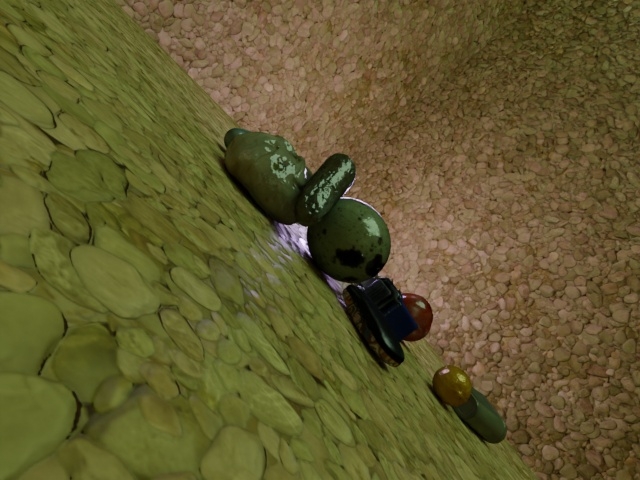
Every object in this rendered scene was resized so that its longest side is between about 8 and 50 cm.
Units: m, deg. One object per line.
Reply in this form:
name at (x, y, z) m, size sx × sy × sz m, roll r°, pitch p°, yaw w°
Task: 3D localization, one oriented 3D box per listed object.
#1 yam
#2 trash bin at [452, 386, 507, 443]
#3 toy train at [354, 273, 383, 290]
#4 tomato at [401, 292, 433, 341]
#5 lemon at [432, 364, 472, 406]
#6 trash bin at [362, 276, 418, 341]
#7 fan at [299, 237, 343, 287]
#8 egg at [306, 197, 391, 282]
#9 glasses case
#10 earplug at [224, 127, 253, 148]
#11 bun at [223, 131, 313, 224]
yam at (0.012, -0.160, 1.330) m, size 0.133 × 0.133 × 0.330 m, roll 47°, pitch 44°, yaw -15°
trash bin at (0.642, 0.703, 1.704) m, size 0.247 × 0.121 × 0.243 m, roll 43°, pitch 8°, yaw -26°
toy train at (0.242, 0.222, 1.826) m, size 0.177 × 0.134 × 0.261 m, roll 54°, pitch 4°, yaw -20°
tomato at (0.420, 0.351, 1.846) m, size 0.232 × 0.189 × 0.231 m, roll -4°, pitch 90°, yaw -75°
lemon at (0.497, 0.548, 1.528) m, size 0.142 × 0.142 × 0.187 m, roll 49°, pitch 1°, yaw 2°
trash bin at (0.269, 0.280, 1.554) m, size 0.234 × 0.163 × 0.184 m, roll 52°, pitch 4°, yaw -32°
fan at (0.031, 0.112, 1.555) m, size 0.329 × 0.009 × 0.191 m, roll 49°, pitch 6°, yaw 10°
egg at (0.091, -0.007, 1.438) m, size 0.287 × 0.287 × 0.379 m, roll 45°, pitch -3°, yaw -32°
glasses case at (0.155, 0.249, 1.219) m, size 0.122 × 0.082 × 0.321 m, roll 46°, pitch 8°, yaw -33°
earplug at (-0.266, -0.358, 1.669) m, size 0.324 × 0.185 × 0.185 m, roll 33°, pitch 16°, yaw -53°
bun at (-0.155, -0.231, 1.405) m, size 0.365 × 0.219 × 0.365 m, roll 46°, pitch 10°, yaw -11°
